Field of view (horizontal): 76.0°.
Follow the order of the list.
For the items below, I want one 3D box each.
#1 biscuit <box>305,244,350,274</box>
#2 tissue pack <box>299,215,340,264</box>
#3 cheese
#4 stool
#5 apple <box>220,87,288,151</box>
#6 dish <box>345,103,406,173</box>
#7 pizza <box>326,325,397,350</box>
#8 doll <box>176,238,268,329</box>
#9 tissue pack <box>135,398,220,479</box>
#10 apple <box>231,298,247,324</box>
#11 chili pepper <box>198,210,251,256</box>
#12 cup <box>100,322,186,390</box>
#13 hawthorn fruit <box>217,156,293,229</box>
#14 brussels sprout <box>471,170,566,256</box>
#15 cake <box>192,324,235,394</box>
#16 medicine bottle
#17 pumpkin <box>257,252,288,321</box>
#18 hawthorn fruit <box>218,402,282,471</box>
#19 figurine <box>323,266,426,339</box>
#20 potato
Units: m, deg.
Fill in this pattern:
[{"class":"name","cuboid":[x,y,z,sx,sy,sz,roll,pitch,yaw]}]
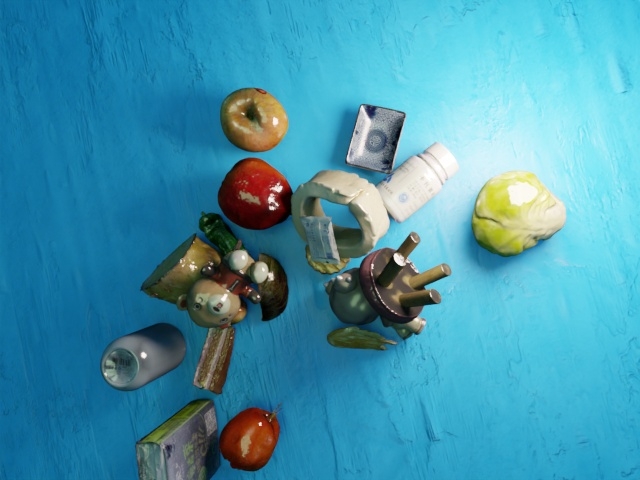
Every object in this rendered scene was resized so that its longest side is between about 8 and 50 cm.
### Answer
[{"class":"biscuit","cuboid":[0.025,0.073,1.591,0.183,0.061,0.118,11,92,12]},{"class":"tissue pack","cuboid":[0.000,0.000,1.447,0.123,0.026,0.193,5,123,30]},{"class":"cheese","cuboid":[0.069,-0.091,1.459,0.332,0.153,0.292,11,126,25]},{"class":"stool","cuboid":[0.281,0.122,1.351,0.272,0.272,0.178,54,133,7]},{"class":"apple","cuboid":[-0.256,-0.462,1.584,0.261,0.194,0.260,0,91,8]},{"class":"dish","cuboid":[0.211,-0.379,1.562,0.182,0.080,0.243,15,89,9]},{"class":"pizza","cuboid":[0.155,0.366,1.525,0.262,0.181,0.034,7,56,1]},{"class":"doll","cuboid":[-0.342,0.164,1.458,0.235,0.174,0.330,37,95,-30]},{"class":"tissue pack","cuboid":[-0.499,0.785,1.487,0.124,0.394,0.287,-7,88,9]},{"class":"apple","cuboid":[-0.353,0.276,1.616,0.126,0.126,0.102,28,115,9]},{"class":"chili pepper","cuboid":[-0.390,-0.019,1.623,0.270,0.136,0.099,43,103,17]},{"class":"cup","cuboid":[-0.678,0.443,1.568,0.206,0.312,0.205,0,88,7]},{"class":"hawthorn fruit","cuboid":[-0.227,-0.156,1.546,0.307,0.265,0.265,27,93,-5]},{"class":"brussels sprout","cuboid":[0.665,-0.100,1.398,0.317,0.242,0.273,-23,92,4]},{"class":"cake","cuboid":[-0.423,0.472,1.635,0.116,0.113,0.295,10,84,8]},{"class":"medicine bottle","cuboid":[0.344,-0.210,1.491,0.293,0.170,0.170,-40,83,5]},{"class":"pumpkin","cuboid":[-0.186,0.186,1.571,0.111,0.163,0.278,2,89,4]},{"class":"hawthorn fruit","cuboid":[-0.245,0.726,1.551,0.211,0.211,0.299,40,86,8]},{"class":"figurine","cuboid":[0.189,0.239,1.495,0.381,0.248,0.203,28,77,-5]},{"class":"potato","cuboid":[-0.493,0.153,1.593,0.289,0.301,0.237,-30,114,26]}]
